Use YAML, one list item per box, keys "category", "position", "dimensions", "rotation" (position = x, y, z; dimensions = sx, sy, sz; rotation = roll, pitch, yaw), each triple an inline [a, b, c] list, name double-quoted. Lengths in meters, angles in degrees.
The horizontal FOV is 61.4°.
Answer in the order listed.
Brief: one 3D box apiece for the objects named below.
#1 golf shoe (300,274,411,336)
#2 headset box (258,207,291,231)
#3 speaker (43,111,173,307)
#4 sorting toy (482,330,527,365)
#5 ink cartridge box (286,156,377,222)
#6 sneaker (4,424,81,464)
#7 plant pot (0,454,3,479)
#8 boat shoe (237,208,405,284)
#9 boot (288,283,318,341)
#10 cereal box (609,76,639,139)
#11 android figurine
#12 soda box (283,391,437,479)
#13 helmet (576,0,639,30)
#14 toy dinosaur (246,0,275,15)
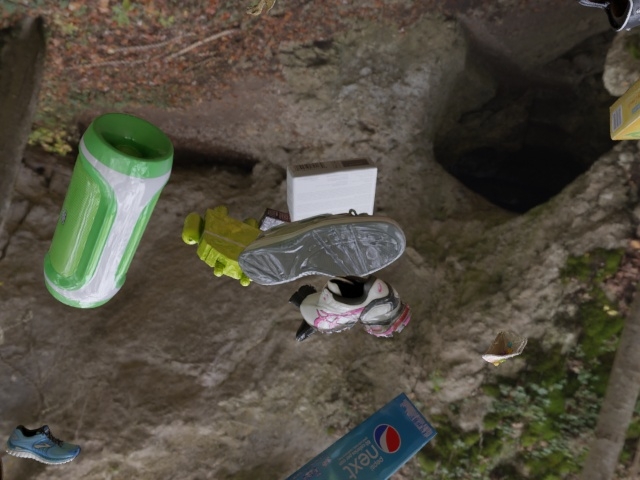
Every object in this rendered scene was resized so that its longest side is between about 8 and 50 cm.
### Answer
- category: "golf shoe"
  position: [0.031, 0.074, 0.706]
  dimensions: [0.186, 0.067, 0.086]
  rotation: [-10, 124, 50]
- category: "headset box"
  position: [-0.116, -0.048, 1.446]
  dimensions: [0.083, 0.032, 0.062]
  rotation: [14, 140, -19]
- category: "speaker"
  position: [-0.318, -0.034, 0.795]
  dimensions: [0.131, 0.297, 0.131]
  rotation: [23, -147, -17]
- category: "sorting toy"
  position: [0.399, 0.229, 1.143]
  dimensions: [0.045, 0.083, 0.075]
  rotation: [53, 143, -6]
- category: "ink cartridge box"
  position: [0.022, -0.066, 1.204]
  dimensions: [0.188, 0.233, 0.066]
  rotation: [-9, -138, -13]
- category: "sneaker"
  position: [-0.642, 0.472, 1.259]
  dimensions: [0.162, 0.073, 0.063]
  rotation: [19, 176, -18]
- category: "plant pot"
  position: [-0.836, 0.519, 1.116]
  dimensions: [0.230, 0.216, 0.215]
  rotation: [-13, 173, 10]
- category: "boat shoe"
  position: [0.000, 0.002, 0.955]
  dimensions: [0.320, 0.103, 0.118]
  rotation: [-14, 123, 31]
- category: "boot"
  position: [-0.038, 0.171, 1.307]
  dimensions: [0.099, 0.121, 0.045]
  rotation: [43, 169, 23]
- category: "cereal box"
  position: [0.445, -0.148, 0.538]
  dimensions: [0.239, 0.048, 0.173]
  rotation: [-1, 173, 10]
- category: "android figurine"
  position: [-0.203, 0.011, 1.271]
  dimensions: [0.248, 0.056, 0.273]
  rotation: [22, -155, -21]
- category: "soda box"
  position: [0.041, 0.267, 0.637]
  dimensions: [0.210, 0.071, 0.067]
  rotation: [-20, -120, -39]
- category: "helmet"
  position: [0.577, -0.491, 1.012]
  dimensions: [0.161, 0.170, 0.169]
  rotation: [28, 179, 2]
- category: "toy dinosaur"
  position: [-0.091, -0.498, 1.044]
  dimensions: [0.053, 0.093, 0.183]
  rotation: [5, 173, -26]
